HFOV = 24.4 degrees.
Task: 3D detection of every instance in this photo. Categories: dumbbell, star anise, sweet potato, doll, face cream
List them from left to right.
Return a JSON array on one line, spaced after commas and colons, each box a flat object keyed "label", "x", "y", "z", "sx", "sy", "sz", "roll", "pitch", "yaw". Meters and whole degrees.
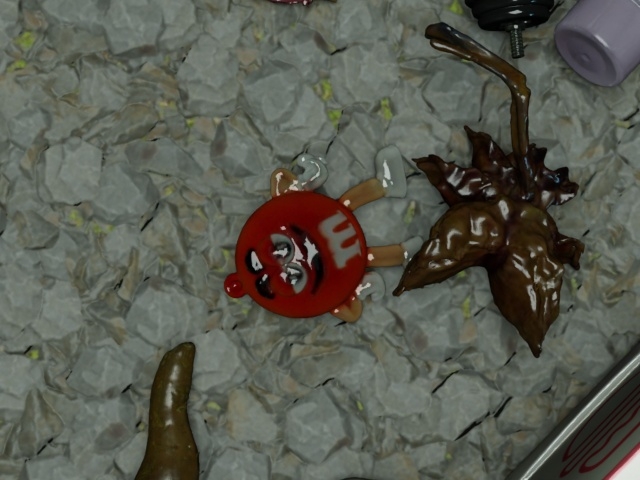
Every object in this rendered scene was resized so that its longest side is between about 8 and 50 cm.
[{"label": "sweet potato", "x": -0.192, "y": 0.271, "z": 1.526, "sx": 0.108, "sy": 0.079, "sz": 0.346, "roll": 28, "pitch": 84, "yaw": 12}, {"label": "doll", "x": 0.000, "y": 0.000, "z": 1.538, "sx": 0.217, "sy": 0.085, "sz": 0.183, "roll": -16, "pitch": 89, "yaw": -11}, {"label": "star anise", "x": 0.167, "y": -0.054, "z": 1.505, "sx": 0.237, "sy": 0.148, "sz": 0.346, "roll": -18, "pitch": 101, "yaw": -18}, {"label": "dumbbell", "x": 0.195, "y": -0.293, "z": 1.544, "sx": 0.099, "sy": 0.099, "sz": 0.209, "roll": -5, "pitch": 88, "yaw": -1}, {"label": "face cream", "x": 0.364, "y": -0.283, "z": 1.560, "sx": 0.154, "sy": 0.096, "sz": 0.274, "roll": 41, "pitch": 75, "yaw": 6}]

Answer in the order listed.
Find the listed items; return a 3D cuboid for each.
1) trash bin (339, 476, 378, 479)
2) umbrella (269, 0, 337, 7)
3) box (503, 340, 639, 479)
[{"label": "trash bin", "x": 0.097, "y": 0.377, "z": 1.467, "sx": 0.182, "sy": 0.209, "sz": 0.290, "roll": -33, "pitch": 94, "yaw": -3}, {"label": "umbrella", "x": -0.064, "y": -0.267, "z": 1.573, "sx": 0.165, "sy": 0.027, "sz": 0.025, "roll": 10, "pitch": 124, "yaw": -1}, {"label": "box", "x": 0.389, "y": 0.266, "z": 1.425, "sx": 0.312, "sy": 0.300, "sz": 0.314, "roll": -45, "pitch": 89, "yaw": -2}]
